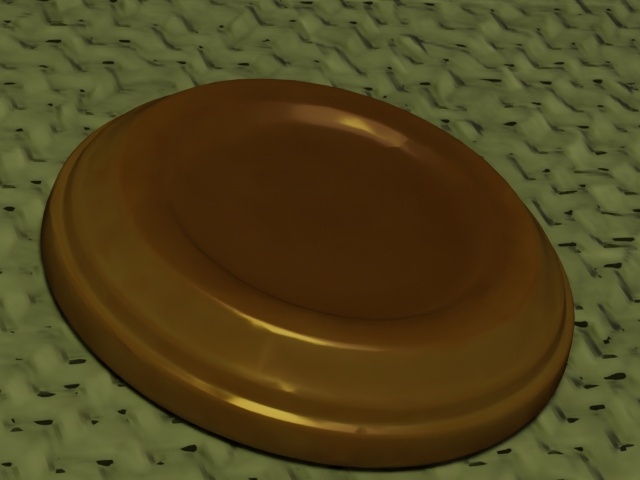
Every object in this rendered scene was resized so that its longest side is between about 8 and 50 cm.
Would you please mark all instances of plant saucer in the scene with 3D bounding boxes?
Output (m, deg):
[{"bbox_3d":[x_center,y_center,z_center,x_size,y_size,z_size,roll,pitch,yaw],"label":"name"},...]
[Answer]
[{"bbox_3d":[0.000,0.000,0.718,0.200,0.037,0.200,11,37,-8],"label":"plant saucer"}]
